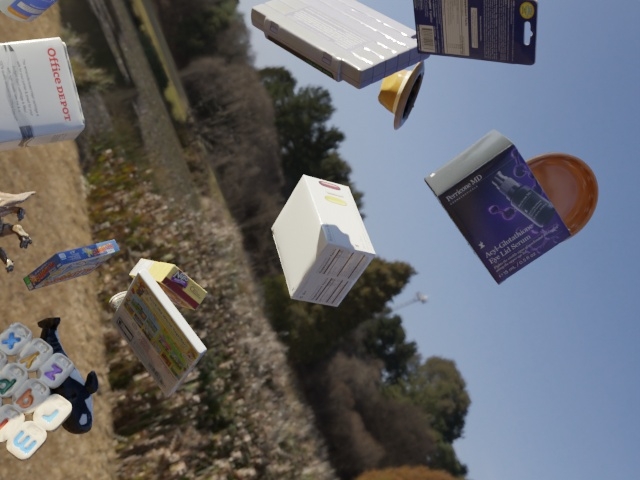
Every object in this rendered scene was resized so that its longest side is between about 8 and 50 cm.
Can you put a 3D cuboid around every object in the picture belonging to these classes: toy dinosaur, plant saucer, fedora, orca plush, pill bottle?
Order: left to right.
[{"bbox_3d":[-0.742,-0.021,1.565,0.200,0.296,0.127,23,-21,8],"label":"toy dinosaur"},{"bbox_3d":[-0.649,-0.648,1.736,0.152,0.272,0.152,43,32,-36],"label":"pill bottle"},{"bbox_3d":[-0.608,0.323,1.718,0.102,0.151,0.288,-33,120,-82],"label":"orca plush"},{"bbox_3d":[0.191,-0.364,1.798,0.079,0.194,0.194,22,-16,11],"label":"fedora"},{"bbox_3d":[0.449,-0.084,1.468,0.037,0.199,0.200,-99,170,-63],"label":"plant saucer"}]

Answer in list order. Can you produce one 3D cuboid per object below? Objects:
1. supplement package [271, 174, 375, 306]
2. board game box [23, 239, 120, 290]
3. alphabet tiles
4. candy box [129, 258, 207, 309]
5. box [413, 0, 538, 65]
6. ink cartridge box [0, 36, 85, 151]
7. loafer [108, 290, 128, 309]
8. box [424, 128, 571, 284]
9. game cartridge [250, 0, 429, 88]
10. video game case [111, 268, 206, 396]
[{"bbox_3d":[0.000,0.000,1.905,0.204,0.145,0.262,-57,-144,33],"label":"supplement package"},{"bbox_3d":[-0.610,0.059,1.818,0.035,0.136,0.201,61,27,4],"label":"board game box"},{"bbox_3d":[-0.649,0.308,1.478,0.284,0.278,0.021,34,-33,7],"label":"alphabet tiles"},{"bbox_3d":[-0.348,0.099,1.675,0.109,0.053,0.186,45,-21,-28],"label":"candy box"},{"bbox_3d":[0.280,-0.389,1.324,0.225,0.037,0.136,14,-37,24],"label":"box"},{"bbox_3d":[-0.644,-0.288,1.500,0.114,0.272,0.197,-9,-85,63],"label":"ink cartridge box"},{"bbox_3d":[-0.442,0.146,1.726,0.039,0.045,0.125,38,11,18],"label":"loafer"},{"bbox_3d":[0.299,-0.058,1.260,0.207,0.153,0.108,51,9,-20],"label":"box"},{"bbox_3d":[0.038,-0.453,1.621,0.355,0.230,0.068,38,-33,32],"label":"game cartridge"},{"bbox_3d":[-0.359,0.205,1.617,0.227,0.026,0.206,51,-47,13],"label":"video game case"}]
